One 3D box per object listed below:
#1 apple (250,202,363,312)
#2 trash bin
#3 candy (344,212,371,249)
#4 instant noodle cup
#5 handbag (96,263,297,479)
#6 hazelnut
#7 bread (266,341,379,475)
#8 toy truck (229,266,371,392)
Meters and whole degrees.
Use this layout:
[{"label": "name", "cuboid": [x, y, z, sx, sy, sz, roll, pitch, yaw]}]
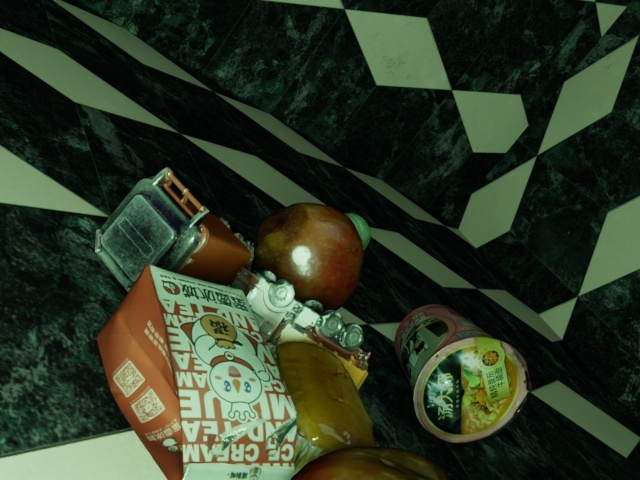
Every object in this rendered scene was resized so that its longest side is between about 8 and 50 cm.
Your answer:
[{"label": "apple", "cuboid": [-0.033, 0.032, 1.528, 0.230, 0.230, 0.230, 35, 15, -11]}, {"label": "trash bin", "cuboid": [-0.221, 0.002, 1.273, 0.161, 0.184, 0.239, 45, 11, 23]}, {"label": "candy", "cuboid": [0.000, 0.000, 1.941, 0.119, 0.119, 0.440, 43, 23, 18]}, {"label": "instant noodle cup", "cuboid": [0.264, 0.249, 1.592, 0.244, 0.243, 0.255, 32, 10, -21]}, {"label": "handbag", "cuboid": [-0.153, 0.188, 0.957, 0.171, 0.151, 0.298, 19, 31, -40]}, {"label": "hazelnut", "cuboid": [0.059, 0.330, 0.866, 0.217, 0.217, 0.251, 39, 20, 4]}, {"label": "bread", "cuboid": [-0.009, 0.246, 1.120, 0.136, 0.107, 0.241, 17, 24, -24]}, {"label": "toy truck", "cuboid": [-0.040, 0.155, 1.283, 0.270, 0.135, 0.114, 34, -6, -25]}]
